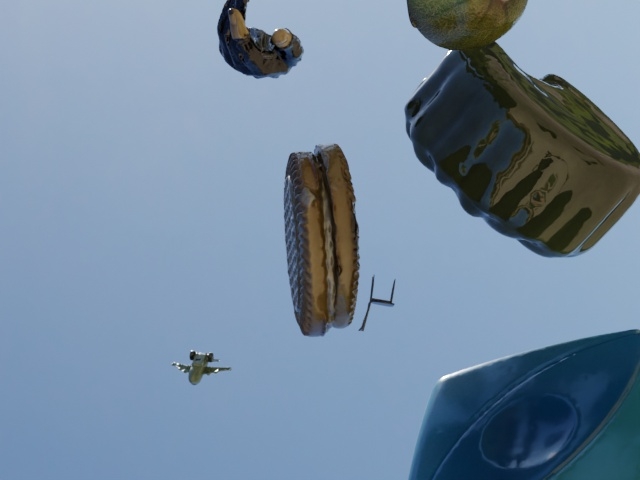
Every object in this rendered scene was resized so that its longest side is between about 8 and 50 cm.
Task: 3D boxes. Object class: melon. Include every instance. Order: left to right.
[{"bbox_3d":[0.196,-0.282,2.056,0.160,0.128,0.079,-1,-87,-23],"label":"melon"}]

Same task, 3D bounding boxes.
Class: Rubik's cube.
[{"bbox_3d":[0.327,0.359,2.056,0.347,0.352,0.352,59,-154,-31],"label":"Rubik's cube"}]

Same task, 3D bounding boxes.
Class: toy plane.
[{"bbox_3d":[-0.159,0.166,2.127,0.083,0.080,0.033,-59,-27,-73],"label":"toy plane"}]

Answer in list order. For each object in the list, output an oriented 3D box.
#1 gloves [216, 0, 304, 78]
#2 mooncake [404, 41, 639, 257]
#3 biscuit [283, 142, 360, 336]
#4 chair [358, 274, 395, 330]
[{"bbox_3d":[-0.107,-0.299,2.398,0.129,0.106,0.180,48,-169,23],"label":"gloves"},{"bbox_3d":[0.290,-0.123,2.275,0.351,0.187,0.351,35,-161,-14],"label":"mooncake"},{"bbox_3d":[0.000,0.000,2.069,0.259,0.079,0.259,176,90,-84],"label":"biscuit"},{"bbox_3d":[0.085,0.094,2.342,0.037,0.042,0.086,89,-164,-82],"label":"chair"}]
